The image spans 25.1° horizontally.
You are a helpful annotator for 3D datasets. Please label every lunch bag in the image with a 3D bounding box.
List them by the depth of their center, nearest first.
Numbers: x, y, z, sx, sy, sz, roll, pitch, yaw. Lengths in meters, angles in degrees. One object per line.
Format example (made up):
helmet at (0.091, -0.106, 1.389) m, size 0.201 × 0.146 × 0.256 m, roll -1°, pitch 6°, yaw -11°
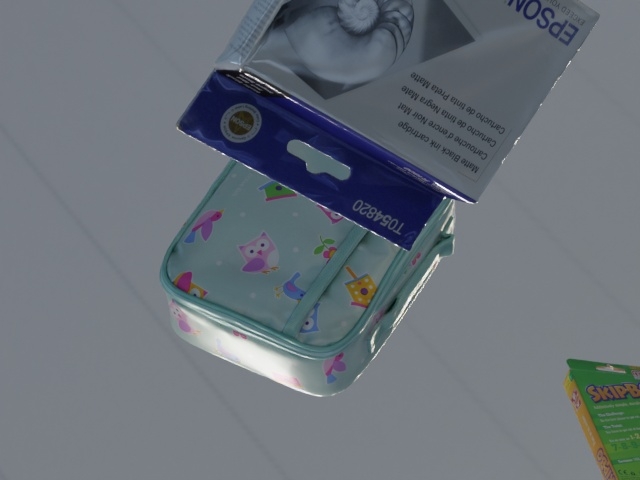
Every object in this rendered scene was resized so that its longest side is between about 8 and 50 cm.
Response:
lunch bag at (0.000, 0.000, 1.367) m, size 0.224 × 0.108 × 0.279 m, roll 22°, pitch -122°, yaw 23°

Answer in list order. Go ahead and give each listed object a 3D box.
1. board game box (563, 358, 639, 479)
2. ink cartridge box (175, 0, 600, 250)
board game box at (0.384, 0.240, 1.750) m, size 0.124 × 0.039 × 0.259 m, roll 8°, pitch -144°, yaw -15°
ink cartridge box at (0.050, -0.117, 0.989) m, size 0.223 × 0.224 × 0.045 m, roll 26°, pitch -167°, yaw -31°
